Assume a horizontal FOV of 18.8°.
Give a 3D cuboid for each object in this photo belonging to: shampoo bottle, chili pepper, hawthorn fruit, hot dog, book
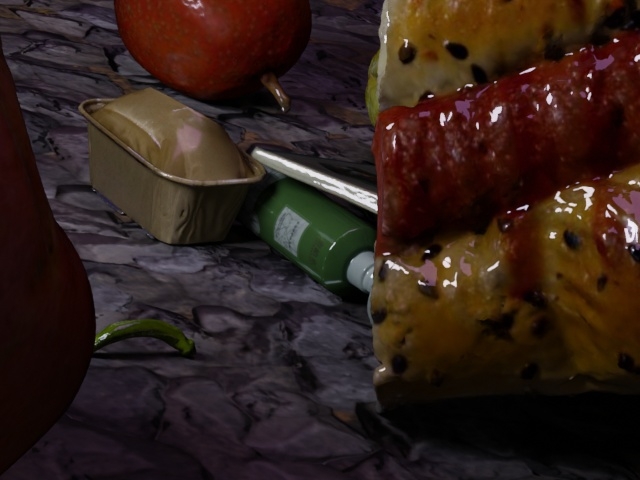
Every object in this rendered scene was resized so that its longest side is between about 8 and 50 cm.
[{"bbox_3d":[0.000,0.000,1.536,0.065,0.065,0.204,-1,23,-34],"label":"shampoo bottle"},{"bbox_3d":[-0.122,0.068,1.331,0.083,0.030,0.017,9,5,-30],"label":"chili pepper"},{"bbox_3d":[-0.094,-0.212,1.909,0.196,0.196,0.225,-12,57,-49],"label":"hawthorn fruit"},{"bbox_3d":[0.215,-0.066,1.284,0.365,0.367,0.196,0,-1,7],"label":"hot dog"},{"bbox_3d":[0.090,-0.028,1.620,0.215,0.025,0.283,23,8,22],"label":"book"}]

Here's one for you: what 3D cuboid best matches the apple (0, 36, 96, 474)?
[{"bbox_3d":[-0.301,-0.010,0.969,0.364,0.364,0.364,12,20,-4],"label":"apple"}]

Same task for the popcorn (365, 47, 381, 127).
[{"bbox_3d":[0.150,-0.128,1.804,0.221,0.183,0.204,27,30,30],"label":"popcorn"}]

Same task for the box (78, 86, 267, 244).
[{"bbox_3d":[-0.125,-0.068,1.575,0.111,0.111,0.177,-3,26,-38],"label":"box"}]
